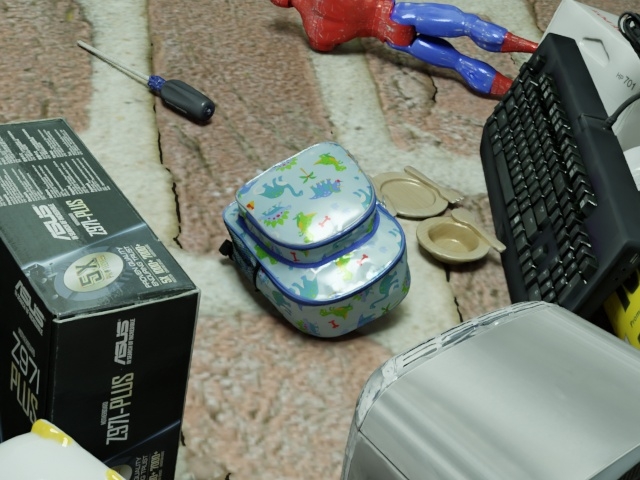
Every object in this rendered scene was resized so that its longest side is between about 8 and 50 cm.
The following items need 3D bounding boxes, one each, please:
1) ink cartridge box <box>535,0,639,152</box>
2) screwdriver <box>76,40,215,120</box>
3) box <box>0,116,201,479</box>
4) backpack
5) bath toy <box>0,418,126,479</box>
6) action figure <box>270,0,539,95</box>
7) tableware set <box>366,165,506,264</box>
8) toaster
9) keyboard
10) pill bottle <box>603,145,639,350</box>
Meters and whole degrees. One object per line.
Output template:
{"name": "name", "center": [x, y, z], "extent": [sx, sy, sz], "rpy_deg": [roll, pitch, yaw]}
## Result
{"name": "ink cartridge box", "center": [0.290, -0.121, 1.102], "extent": [0.191, 0.082, 0.139], "rpy_deg": [10, 29, -31]}
{"name": "screwdriver", "center": [-0.153, -0.139, 1.095], "extent": [0.170, 0.024, 0.025], "rpy_deg": [29, 8, 28]}
{"name": "box", "center": [-0.144, 0.042, 0.704], "extent": [0.078, 0.147, 0.180], "rpy_deg": [-11, 39, -31]}
{"name": "backpack", "center": [0.000, 0.000, 0.859], "extent": [0.105, 0.084, 0.114], "rpy_deg": [-30, 56, -16]}
{"name": "bath toy", "center": [-0.039, 0.203, 0.522], "extent": [0.348, 0.151, 0.129], "rpy_deg": [30, 72, 27]}
{"name": "action figure", "center": [0.094, -0.213, 1.219], "extent": [0.281, 0.091, 0.139], "rpy_deg": [15, 40, 5]}
{"name": "tableware set", "center": [0.046, -0.014, 0.964], "extent": [0.169, 0.020, 0.141], "rpy_deg": [-10, 38, -28]}
{"name": "toaster", "center": [0.116, 0.119, 0.686], "extent": [0.227, 0.129, 0.146], "rpy_deg": [-21, 42, -38]}
{"name": "keyboard", "center": [0.185, -0.071, 0.936], "extent": [0.033, 0.201, 0.317], "rpy_deg": [29, 28, -19]}
{"name": "pill bottle", "center": [0.247, 0.029, 0.869], "extent": [0.119, 0.119, 0.208], "rpy_deg": [5, 33, -10]}
